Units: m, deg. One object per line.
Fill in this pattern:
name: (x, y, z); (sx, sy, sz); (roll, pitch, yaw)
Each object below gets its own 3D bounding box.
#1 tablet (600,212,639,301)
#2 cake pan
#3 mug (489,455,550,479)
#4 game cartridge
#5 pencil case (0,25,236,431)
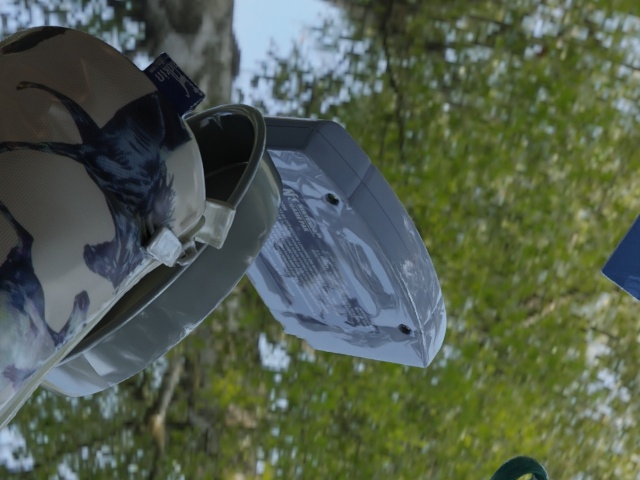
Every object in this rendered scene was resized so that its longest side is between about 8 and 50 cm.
tablet: (0.277, 0.014, 1.334); (0.054, 0.083, 0.006); (37, -140, 12)
cake pan: (-0.143, 0.011, 1.258); (0.054, 0.293, 0.293); (48, -129, -24)
mug: (0.175, 0.276, 1.412); (0.097, 0.129, 0.158); (-23, -95, -11)
game cartridge: (0.000, 0.000, 1.443); (0.196, 0.294, 0.060); (11, -126, 39)
pencil case: (-0.208, 0.044, 0.840); (0.183, 0.160, 0.410); (25, -136, 10)
